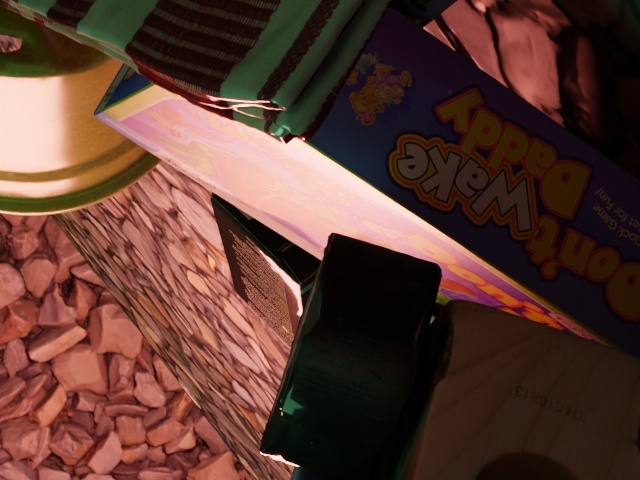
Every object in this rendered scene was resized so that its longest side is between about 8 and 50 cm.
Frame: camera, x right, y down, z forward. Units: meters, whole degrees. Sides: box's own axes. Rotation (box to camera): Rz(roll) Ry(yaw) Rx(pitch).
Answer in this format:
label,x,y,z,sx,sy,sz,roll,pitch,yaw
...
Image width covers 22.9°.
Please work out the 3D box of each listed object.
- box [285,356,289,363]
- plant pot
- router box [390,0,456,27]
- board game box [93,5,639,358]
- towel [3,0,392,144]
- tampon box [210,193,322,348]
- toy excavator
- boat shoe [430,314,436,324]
label,x,y,z,sx,sy,sz,roll,pitch,yaw
box,0.090,0.089,1.054,0.145,0.186,0.038,46,132,17
plant pot,-0.196,-0.170,1.066,0.276,0.276,0.254,52,168,-1
router box,0.037,-0.170,0.765,0.122,0.092,0.038,58,162,-25
board game box,0.064,-0.017,0.844,0.347,0.078,0.233,33,169,-15
towel,-0.031,-0.179,0.696,0.037,0.237,0.329,35,177,-36
tampon box,0.000,0.000,1.216,0.101,0.120,0.161,45,164,21
toy excavator,0.028,0.290,0.733,0.222,0.433,0.445,17,138,-1
boat shoe,0.038,0.053,0.913,0.125,0.038,0.046,21,169,43
